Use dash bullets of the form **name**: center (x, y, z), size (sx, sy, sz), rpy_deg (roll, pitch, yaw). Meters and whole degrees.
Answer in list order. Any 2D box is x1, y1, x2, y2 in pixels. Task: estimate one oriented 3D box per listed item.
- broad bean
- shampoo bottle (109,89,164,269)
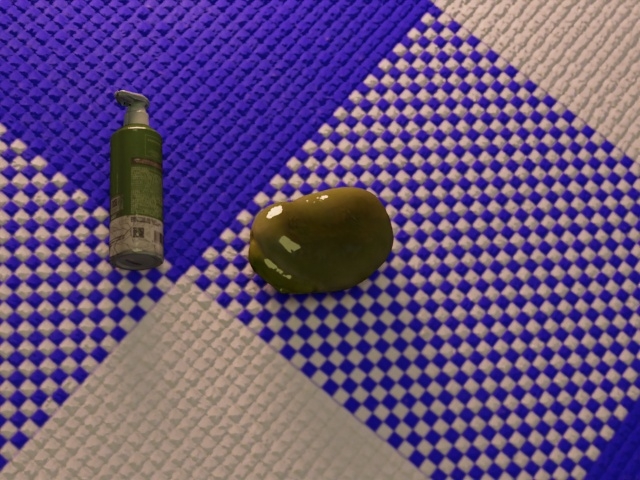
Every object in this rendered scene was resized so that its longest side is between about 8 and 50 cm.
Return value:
- **broad bean**: center (0.000, 0.000, 1.421), size (0.175, 0.082, 0.124), rpy_deg (-11, 70, -14)
- **shampoo bottle**: center (-0.211, -0.071, 1.416), size (0.065, 0.065, 0.204), rpy_deg (1, 69, -11)
